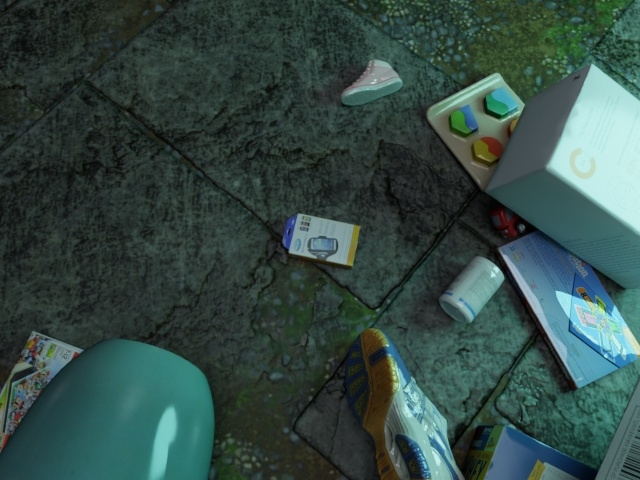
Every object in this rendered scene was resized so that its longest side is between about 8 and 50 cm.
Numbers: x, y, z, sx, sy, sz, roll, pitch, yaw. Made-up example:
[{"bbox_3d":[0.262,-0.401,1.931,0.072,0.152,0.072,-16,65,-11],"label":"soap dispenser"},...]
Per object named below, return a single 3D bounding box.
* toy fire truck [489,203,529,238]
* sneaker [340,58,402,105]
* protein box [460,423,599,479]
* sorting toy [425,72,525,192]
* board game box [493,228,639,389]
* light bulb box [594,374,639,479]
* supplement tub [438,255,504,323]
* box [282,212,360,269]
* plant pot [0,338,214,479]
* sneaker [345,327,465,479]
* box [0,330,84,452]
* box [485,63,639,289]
[{"bbox_3d":[0.379,-0.110,1.105,0.192,0.047,0.135,-40,97,-13],"label":"toy fire truck"},{"bbox_3d":[0.093,-0.322,1.186,0.134,0.051,0.070,-20,72,-12],"label":"sneaker"},{"bbox_3d":[0.318,0.419,0.899,0.201,0.136,0.200,26,73,6],"label":"protein box"},{"bbox_3d":[0.343,-0.222,1.168,0.193,0.038,0.208,-29,75,-11],"label":"sorting toy"},{"bbox_3d":[0.448,0.111,1.067,0.145,0.027,0.281,-23,74,-8],"label":"board game box"},{"bbox_3d":[0.554,0.400,0.783,0.361,0.225,0.358,45,70,-30],"label":"light bulb box"},{"bbox_3d":[0.268,0.089,1.044,0.071,0.071,0.107,41,75,11],"label":"supplement tub"},{"bbox_3d":[0.000,0.000,1.086,0.136,0.028,0.081,12,71,4],"label":"box"},{"bbox_3d":[-0.287,0.288,0.853,0.293,0.293,0.235,14,56,2],"label":"plant pot"},{"bbox_3d":[0.136,0.287,0.966,0.131,0.112,0.296,14,47,-40],"label":"sneaker"},{"bbox_3d":[-0.470,0.268,0.971,0.114,0.036,0.207,19,72,4],"label":"box"},{"bbox_3d":[0.501,-0.096,1.014,0.345,0.168,0.215,33,72,-11],"label":"box"}]
